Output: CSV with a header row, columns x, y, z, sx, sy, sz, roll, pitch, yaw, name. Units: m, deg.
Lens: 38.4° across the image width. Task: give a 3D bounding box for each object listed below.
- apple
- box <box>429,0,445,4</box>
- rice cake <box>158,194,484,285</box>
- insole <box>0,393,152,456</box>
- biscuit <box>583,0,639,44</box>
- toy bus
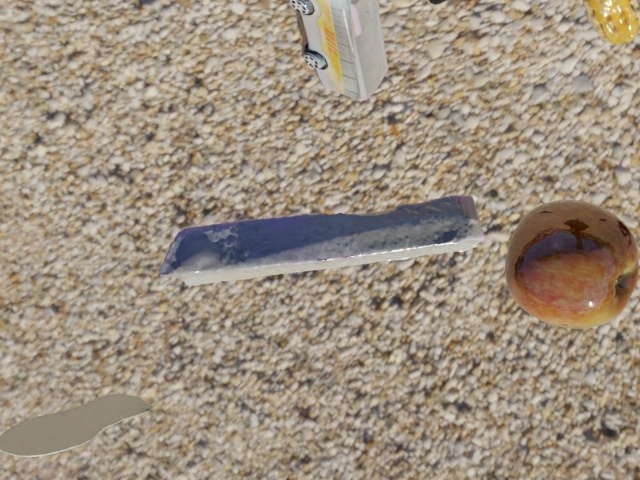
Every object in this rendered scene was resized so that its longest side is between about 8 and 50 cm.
x,y,z,sx,sy,sz,roll,pitch,yaw,name
0.372,0.037,1.354,0.174,0.188,0.188,21,120,42,apple
0.242,-0.556,1.674,0.201,0.042,0.213,-19,78,62,box
0.001,0.000,1.144,0.399,0.064,0.070,-6,73,2,rice cake
-0.220,0.165,0.836,0.065,0.197,0.004,13,98,20,insole
0.324,-0.355,1.059,0.054,0.379,0.094,-20,124,28,biscuit
0.017,-0.197,0.824,0.072,0.057,0.172,26,161,21,toy bus
